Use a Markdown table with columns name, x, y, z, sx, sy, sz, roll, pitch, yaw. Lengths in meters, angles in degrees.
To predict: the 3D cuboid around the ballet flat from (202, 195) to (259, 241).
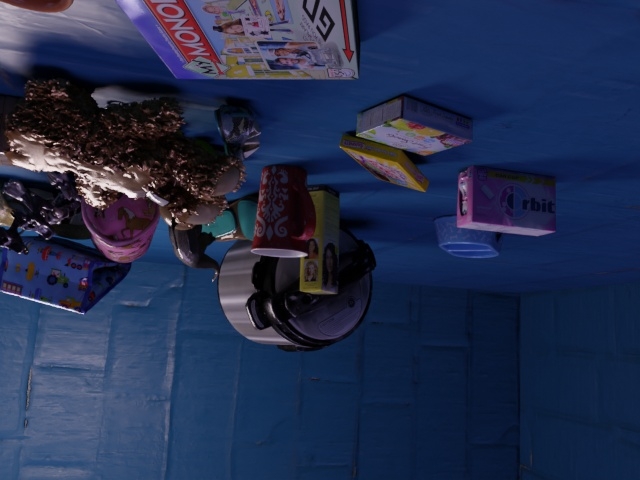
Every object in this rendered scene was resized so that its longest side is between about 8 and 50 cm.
| name | x | y | z | sx | sy | sz | roll | pitch | yaw |
| --- | --- | --- | --- | --- | --- | --- | --- | --- | --- |
| ballet flat | -0.170 | -0.053 | 1.520 | 0.124 | 0.116 | 0.342 | -15 | -175 | -39 |

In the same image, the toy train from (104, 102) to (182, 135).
| name | x | y | z | sx | sy | sz | roll | pitch | yaw |
| --- | --- | --- | --- | --- | --- | --- | --- | --- | --- |
| toy train | -0.288 | -0.168 | 0.980 | 0.125 | 0.046 | 0.166 | 4 | 171 | -6 |

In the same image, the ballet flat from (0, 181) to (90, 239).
| name | x | y | z | sx | sy | sz | roll | pitch | yaw |
| --- | --- | --- | --- | --- | --- | --- | --- | --- | --- |
| ballet flat | -0.687 | -0.077 | 1.544 | 0.123 | 0.123 | 0.348 | -3 | 171 | 34 |

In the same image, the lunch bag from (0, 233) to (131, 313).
| name | x | y | z | sx | sy | sz | roll | pitch | yaw |
| --- | --- | --- | --- | --- | --- | --- | --- | --- | --- |
| lunch bag | -0.628 | 0.063 | 1.532 | 0.220 | 0.138 | 0.293 | 15 | -172 | 0 |

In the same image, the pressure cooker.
| name | x | y | z | sx | sy | sz | roll | pitch | yaw |
| --- | --- | --- | --- | --- | --- | --- | --- | --- | --- |
| pressure cooker | -0.063 | 0.124 | 1.725 | 0.375 | 0.370 | 0.420 | 28 | 158 | -29 |

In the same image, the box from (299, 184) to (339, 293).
| name | x | y | z | sx | sy | sz | roll | pitch | yaw |
| --- | --- | --- | --- | --- | --- | --- | --- | --- | --- |
| box | 0.000 | 0.000 | 1.337 | 0.058 | 0.232 | 0.087 | -4 | 170 | 26 |

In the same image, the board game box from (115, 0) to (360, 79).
| name | x | y | z | sx | sy | sz | roll | pitch | yaw |
| --- | --- | --- | --- | --- | --- | --- | --- | --- | --- |
| board game box | -0.077 | -0.228 | 0.530 | 0.213 | 0.046 | 0.317 | 1 | 171 | 7 |

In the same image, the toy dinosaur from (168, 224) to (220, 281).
| name | x | y | z | sx | sy | sz | roll | pitch | yaw |
| --- | --- | --- | --- | --- | --- | --- | --- | --- | --- |
| toy dinosaur | -0.306 | -0.021 | 1.403 | 0.121 | 0.314 | 0.160 | 11 | -146 | 10 |

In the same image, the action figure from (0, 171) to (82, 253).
| name | x | y | z | sx | sy | sz | roll | pitch | yaw |
| --- | --- | --- | --- | --- | --- | --- | --- | --- | --- |
| action figure | -0.581 | -0.092 | 1.281 | 0.164 | 0.141 | 0.276 | -27 | -158 | 17 |

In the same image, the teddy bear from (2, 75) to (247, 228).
| name | x | y | z | sx | sy | sz | roll | pitch | yaw |
| --- | --- | --- | --- | --- | --- | --- | --- | --- | --- |
| teddy bear | -0.276 | -0.127 | 0.895 | 0.337 | 0.113 | 0.245 | 12 | 149 | -7 |

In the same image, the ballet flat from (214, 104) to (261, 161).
| name | x | y | z | sx | sy | sz | roll | pitch | yaw |
| --- | --- | --- | --- | --- | --- | --- | --- | --- | --- |
| ballet flat | -0.123 | -0.159 | 0.939 | 0.070 | 0.070 | 0.188 | 4 | 174 | -4 |

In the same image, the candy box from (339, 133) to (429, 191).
| name | x | y | z | sx | sy | sz | roll | pitch | yaw |
| --- | --- | --- | --- | --- | --- | --- | --- | --- | --- |
| candy box | 0.116 | -0.130 | 1.043 | 0.105 | 0.027 | 0.206 | 17 | 178 | 25 |

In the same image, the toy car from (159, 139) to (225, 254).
| name | x | y | z | sx | sy | sz | roll | pitch | yaw |
| --- | --- | --- | --- | --- | --- | --- | --- | --- | --- |
| toy car | -0.236 | -0.071 | 1.106 | 0.148 | 0.189 | 0.155 | 1 | 172 | 14 |

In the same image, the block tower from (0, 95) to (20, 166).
| name | x | y | z | sx | sy | sz | roll | pitch | yaw |
| --- | --- | --- | --- | --- | --- | --- | --- | --- | --- |
| block tower | -0.592 | -0.180 | 0.880 | 0.335 | 0.091 | 0.097 | 7 | 171 | -21 |

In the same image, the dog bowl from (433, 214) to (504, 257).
| name | x | y | z | sx | sy | sz | roll | pitch | yaw |
| --- | --- | --- | --- | --- | --- | --- | --- | --- | --- |
| dog bowl | 0.411 | -0.006 | 1.662 | 0.165 | 0.074 | 0.297 | -1 | 169 | 25 |

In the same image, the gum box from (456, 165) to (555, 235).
| name | x | y | z | sx | sy | sz | roll | pitch | yaw |
| --- | --- | --- | --- | --- | --- | --- | --- | --- | --- |
| gum box | 0.349 | -0.073 | 1.150 | 0.188 | 0.107 | 0.062 | 6 | 171 | -15 |

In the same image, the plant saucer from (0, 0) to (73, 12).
| name | x | y | z | sx | sy | sz | roll | pitch | yaw |
| --- | --- | --- | --- | --- | --- | --- | --- | --- | --- |
| plant saucer | -0.271 | -0.238 | 0.434 | 0.199 | 0.037 | 0.200 | 19 | 172 | 3 |

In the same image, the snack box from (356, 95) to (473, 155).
| name | x | y | z | sx | sy | sz | roll | pitch | yaw |
| --- | --- | --- | --- | --- | --- | --- | --- | --- | --- |
| snack box | 0.137 | -0.164 | 0.880 | 0.141 | 0.037 | 0.100 | 9 | 171 | -34 |

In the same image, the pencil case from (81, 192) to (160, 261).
| name | x | y | z | sx | sy | sz | roll | pitch | yaw |
| --- | --- | --- | --- | --- | --- | --- | --- | --- | --- |
| pencil case | -0.438 | -0.048 | 1.336 | 0.160 | 0.167 | 0.386 | -41 | -173 | -18 |

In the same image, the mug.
| name | x | y | z | sx | sy | sz | roll | pitch | yaw |
| --- | --- | --- | --- | --- | --- | --- | --- | --- | --- |
| mug | -0.060 | -0.057 | 1.201 | 0.150 | 0.169 | 0.113 | -1 | 169 | 24 |
